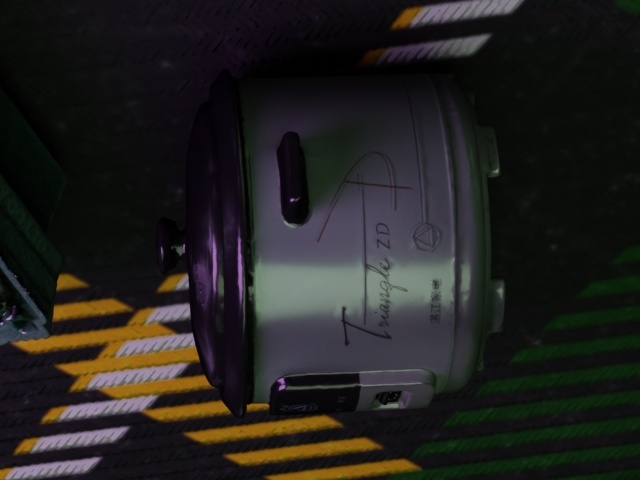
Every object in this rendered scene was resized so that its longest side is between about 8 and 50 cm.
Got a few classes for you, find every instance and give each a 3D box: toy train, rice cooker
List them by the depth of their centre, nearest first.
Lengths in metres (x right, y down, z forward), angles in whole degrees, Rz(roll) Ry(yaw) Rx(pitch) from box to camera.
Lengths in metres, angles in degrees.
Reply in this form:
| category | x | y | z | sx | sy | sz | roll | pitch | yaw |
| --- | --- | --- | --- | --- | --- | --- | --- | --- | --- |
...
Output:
| category | x | y | z | sx | sy | sz | roll | pitch | yaw |
| --- | --- | --- | --- | --- | --- | --- | --- | --- | --- |
| toy train | -0.281 | -0.074 | 1.323 | 0.138 | 0.178 | 0.330 | -9 | 133 | 27 |
| rice cooker | 0.000 | 0.000 | 1.354 | 0.227 | 0.241 | 0.280 | -2 | 163 | -6 |
